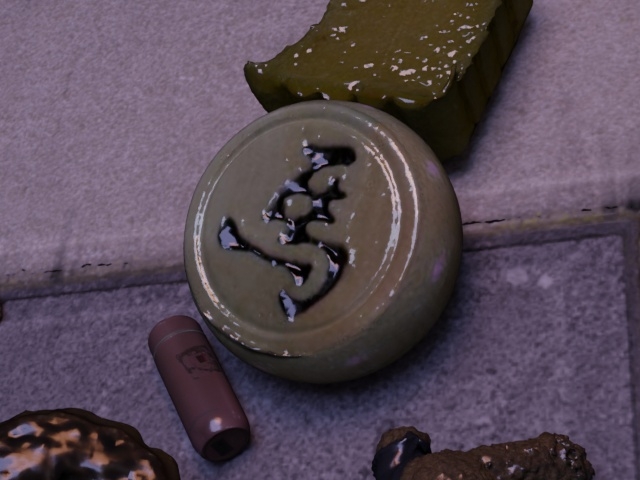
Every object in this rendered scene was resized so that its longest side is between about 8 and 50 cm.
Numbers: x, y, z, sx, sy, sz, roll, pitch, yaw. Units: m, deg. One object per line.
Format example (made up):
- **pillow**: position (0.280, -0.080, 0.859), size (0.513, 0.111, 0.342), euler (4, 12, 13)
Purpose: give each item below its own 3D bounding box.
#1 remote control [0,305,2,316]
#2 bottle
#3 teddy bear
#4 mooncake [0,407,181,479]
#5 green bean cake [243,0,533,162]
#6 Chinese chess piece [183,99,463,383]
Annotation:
- **remote control**: position (-0.443, 0.115, 1.349), size (0.261, 0.029, 0.067), euler (-28, 51, -1)
- **bottle**: position (-0.109, 0.129, 1.183), size (0.053, 0.053, 0.140), euler (-31, 51, -1)
- **teddy bear**: position (0.095, 0.212, 0.992), size (0.251, 0.129, 0.182), euler (-19, 50, 8)
- **mooncake**: position (-0.210, 0.247, 1.061), size (0.228, 0.124, 0.228), euler (2, 56, -3)
- **green bean cake**: position (0.070, -0.194, 1.293), size (0.233, 0.124, 0.236), euler (13, 63, 28)
- **Chinese chess piece**: position (0.000, 0.000, 1.161), size (0.250, 0.101, 0.250), euler (-8, 72, 24)
